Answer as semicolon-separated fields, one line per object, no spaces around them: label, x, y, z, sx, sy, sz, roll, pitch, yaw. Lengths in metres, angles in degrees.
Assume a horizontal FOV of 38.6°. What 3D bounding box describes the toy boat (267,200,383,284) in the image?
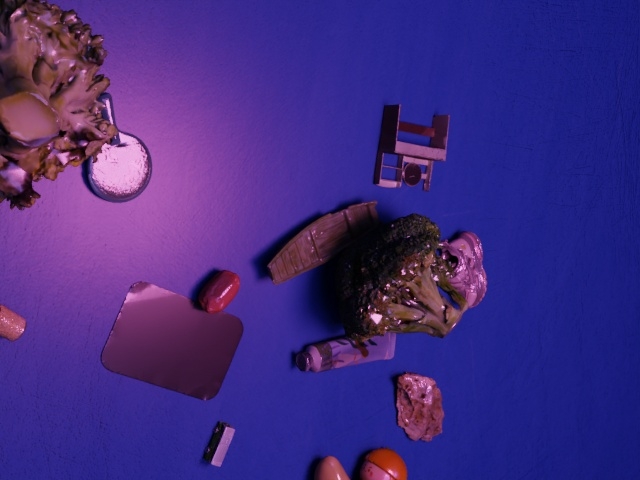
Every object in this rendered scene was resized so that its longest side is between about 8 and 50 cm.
toy boat;0.000;0.000;1.887;0.293;0.055;0.093;-30;114;-27

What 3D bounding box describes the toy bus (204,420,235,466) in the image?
toy bus;-0.201;0.406;1.829;0.031;0.037;0.083;28;82;-35

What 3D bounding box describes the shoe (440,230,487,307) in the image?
shoe;0.319;0.072;2.095;0.092;0.089;0.180;-10;101;-34

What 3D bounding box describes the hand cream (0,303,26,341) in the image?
hand cream;-0.573;0.105;1.510;0.203;0.084;0.084;38;76;-40

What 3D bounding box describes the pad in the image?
pad;-0.279;0.197;1.762;0.267;0.004;0.181;26;83;-34

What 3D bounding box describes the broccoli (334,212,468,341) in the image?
broccoli;0.166;0.087;1.863;0.275;0.308;0.307;35;74;11

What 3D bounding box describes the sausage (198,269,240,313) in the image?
sausage;-0.195;0.098;1.767;0.059;0.054;0.094;38;70;9

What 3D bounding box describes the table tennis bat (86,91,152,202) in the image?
table tennis bat;-0.366;-0.164;1.627;0.124;0.033;0.201;-23;115;-31

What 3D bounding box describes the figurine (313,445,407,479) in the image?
figurine;0.117;0.565;2.023;0.324;0.124;0.222;46;72;-27

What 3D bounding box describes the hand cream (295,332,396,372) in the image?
hand cream;0.066;0.235;1.975;0.271;0.058;0.091;-7;105;-38

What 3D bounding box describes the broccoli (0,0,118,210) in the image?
broccoli;-0.491;-0.217;1.428;0.324;0.272;0.334;-9;115;8

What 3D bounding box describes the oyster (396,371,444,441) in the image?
oyster;0.241;0.382;2.107;0.133;0.072;0.209;-19;110;-28

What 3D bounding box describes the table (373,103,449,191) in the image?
table;0.199;-0.197;1.987;0.146;0.062;0.175;5;92;-35
